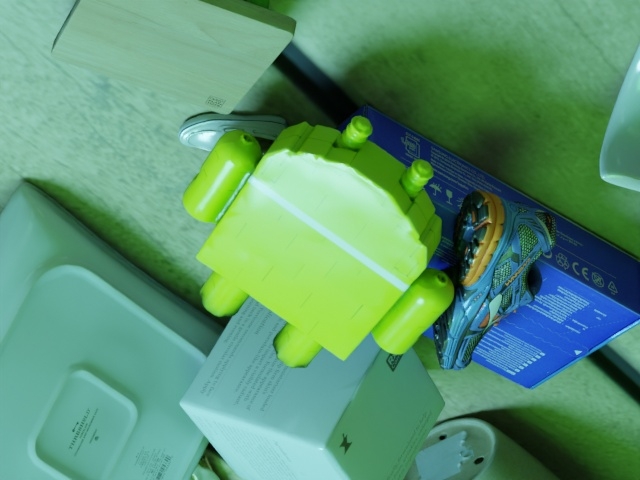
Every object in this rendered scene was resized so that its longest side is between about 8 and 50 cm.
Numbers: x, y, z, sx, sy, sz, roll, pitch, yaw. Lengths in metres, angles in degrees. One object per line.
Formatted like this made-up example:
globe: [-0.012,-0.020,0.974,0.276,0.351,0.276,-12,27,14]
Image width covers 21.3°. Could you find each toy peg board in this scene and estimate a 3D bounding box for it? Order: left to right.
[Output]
toy peg board: [-0.116,-0.190,1.387,0.161,0.079,0.160,18,154,-16]

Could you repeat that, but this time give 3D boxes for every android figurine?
android figurine: [0.000,0.000,1.486,0.248,0.056,0.273,34,133,-1]

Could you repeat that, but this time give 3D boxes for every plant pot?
plant pot: [0.194,0.338,1.899,0.257,0.256,0.274,-18,120,24]

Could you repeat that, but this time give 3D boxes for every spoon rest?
spoon rest: [0.307,-0.168,1.384,0.137,0.084,0.276,16,126,-17]

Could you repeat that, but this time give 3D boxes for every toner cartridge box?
toner cartridge box: [0.125,0.015,1.608,0.348,0.075,0.165,28,136,-27]

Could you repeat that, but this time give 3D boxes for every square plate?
square plate: [-0.236,0.177,1.638,0.049,0.347,0.344,5,152,48]

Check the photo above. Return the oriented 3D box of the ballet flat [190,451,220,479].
ballet flat: [-0.137,0.307,1.976,0.073,0.080,0.232,14,149,30]

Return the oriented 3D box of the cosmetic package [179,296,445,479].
cosmetic package: [-0.006,0.161,1.689,0.184,0.151,0.151,14,151,35]

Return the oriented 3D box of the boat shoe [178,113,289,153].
boat shoe: [-0.079,-0.090,1.524,0.100,0.035,0.035,0,141,4]

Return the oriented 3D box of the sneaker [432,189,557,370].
sneaker: [0.153,0.046,1.526,0.087,0.083,0.221,4,142,-11]
